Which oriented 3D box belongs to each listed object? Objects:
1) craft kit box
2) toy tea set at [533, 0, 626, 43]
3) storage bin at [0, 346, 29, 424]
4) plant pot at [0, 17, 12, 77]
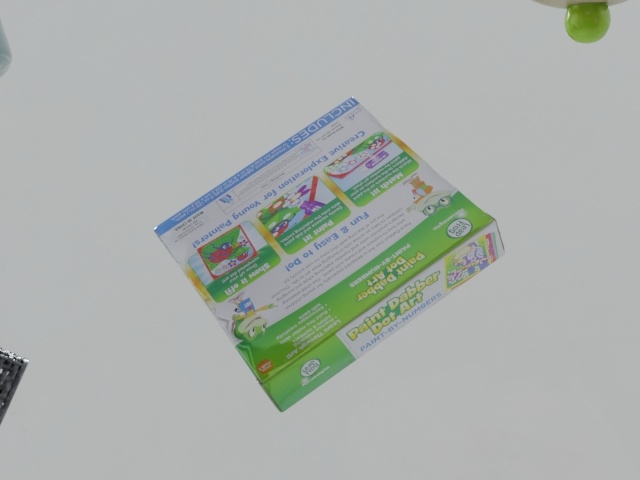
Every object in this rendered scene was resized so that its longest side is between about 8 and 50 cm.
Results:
[{"bbox_3d":[0.000,0.000,0.955,0.250,0.246,0.061,-34,-47,-7],"label":"craft kit box"},{"bbox_3d":[0.107,-0.138,0.317,0.200,0.336,0.124,0,-85,31],"label":"toy tea set"},{"bbox_3d":[-0.322,0.173,0.833,0.084,0.122,0.180,27,-129,-14],"label":"storage bin"},{"bbox_3d":[-0.387,-0.232,0.675,0.341,0.341,0.334,-22,-85,-1],"label":"plant pot"}]
